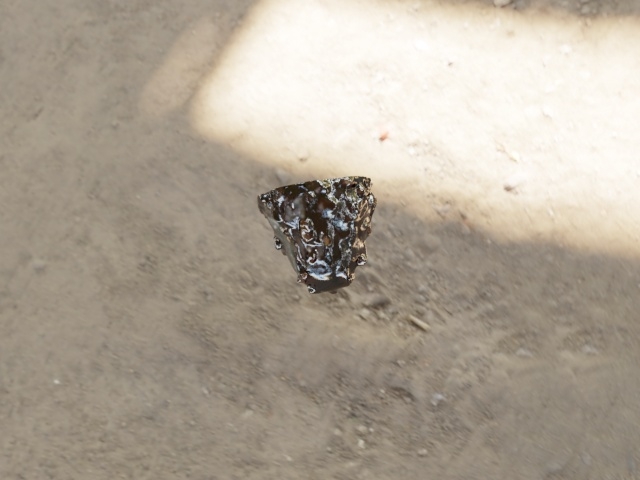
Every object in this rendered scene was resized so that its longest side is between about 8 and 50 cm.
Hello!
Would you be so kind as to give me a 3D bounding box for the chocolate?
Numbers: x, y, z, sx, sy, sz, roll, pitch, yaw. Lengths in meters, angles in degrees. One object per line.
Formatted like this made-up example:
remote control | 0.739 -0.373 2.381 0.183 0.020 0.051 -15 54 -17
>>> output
chocolate | 0.000 0.000 1.284 0.156 0.156 0.133 -10 82 20
